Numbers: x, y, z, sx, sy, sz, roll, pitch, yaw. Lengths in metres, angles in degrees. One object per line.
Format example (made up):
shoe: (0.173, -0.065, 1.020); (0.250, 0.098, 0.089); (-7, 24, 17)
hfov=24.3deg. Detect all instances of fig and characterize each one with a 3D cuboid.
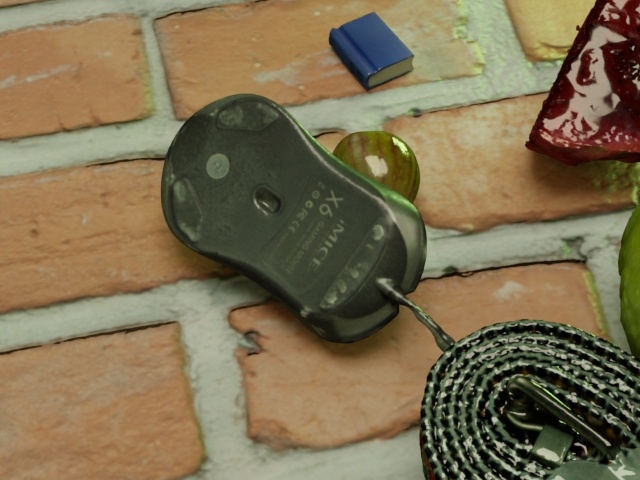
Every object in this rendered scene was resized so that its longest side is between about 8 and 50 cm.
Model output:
fig: (0.073, -0.038, 1.471); (0.093, 0.093, 0.166); (-22, 58, -16)

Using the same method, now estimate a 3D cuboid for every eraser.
eraser: (0.056, -0.210, 1.651); (0.063, 0.027, 0.085); (-25, 55, -17)

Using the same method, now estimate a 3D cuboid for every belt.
belt: (0.198, 0.192, 1.233); (0.207, 0.150, 0.257); (-42, 59, -19)

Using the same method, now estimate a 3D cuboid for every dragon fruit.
dragon fruit: (0.338, -0.150, 1.543); (0.211, 0.134, 0.262); (29, 71, 9)

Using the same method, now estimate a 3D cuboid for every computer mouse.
computer mouse: (0.000, 0.000, 1.422); (0.379, 0.090, 0.167); (40, 98, 24)

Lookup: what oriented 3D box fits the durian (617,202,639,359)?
durian: (0.380, 0.069, 1.312); (0.255, 0.204, 0.340); (-5, 39, -44)
